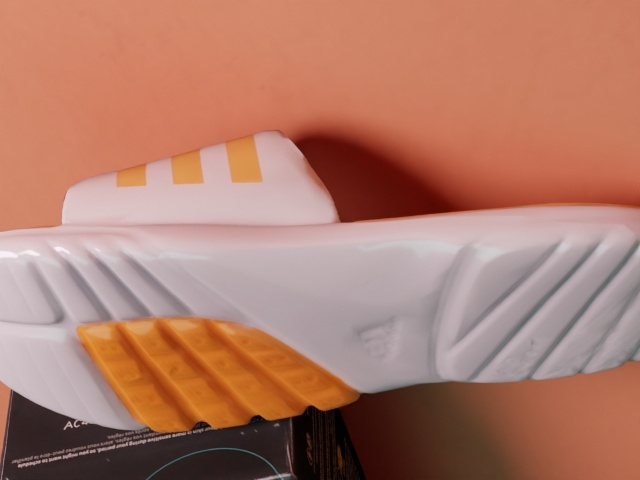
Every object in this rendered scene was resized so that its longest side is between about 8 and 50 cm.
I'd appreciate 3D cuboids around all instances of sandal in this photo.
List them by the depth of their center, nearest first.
[{"bbox_3d":[0.002,0.007,0.594,0.265,0.076,0.102,-3,138,5],"label":"sandal"}]

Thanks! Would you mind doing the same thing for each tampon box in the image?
[{"bbox_3d":[-0.046,0.118,0.687,0.120,0.101,0.161,-12,131,9],"label":"tampon box"}]
